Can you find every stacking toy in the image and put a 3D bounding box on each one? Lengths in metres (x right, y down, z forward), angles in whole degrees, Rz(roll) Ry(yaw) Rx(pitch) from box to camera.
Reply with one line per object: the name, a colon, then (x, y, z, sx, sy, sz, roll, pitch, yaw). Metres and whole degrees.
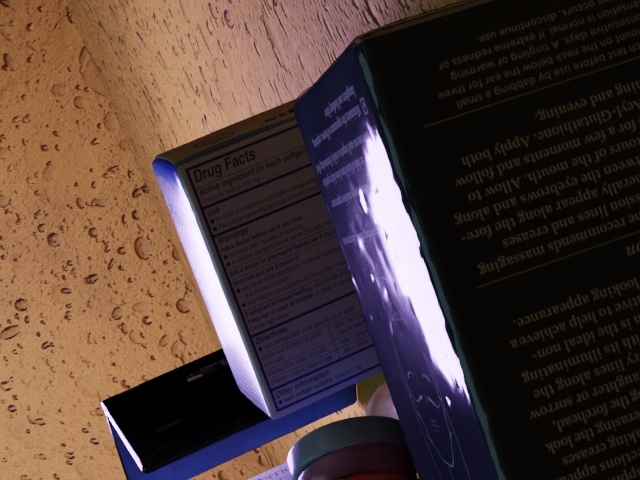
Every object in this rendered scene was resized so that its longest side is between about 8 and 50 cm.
stacking toy: (-0.017, 0.287, 1.536, 0.309, 0.279, 0.130, 77, 178, -56)

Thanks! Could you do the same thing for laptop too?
laptop: (-0.080, 0.263, 2.055, 0.408, 0.382, 0.236, 32, 143, 67)

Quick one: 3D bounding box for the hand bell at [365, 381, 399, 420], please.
hand bell: (0.143, 0.164, 1.691, 0.126, 0.126, 0.242, 62, 154, 21)

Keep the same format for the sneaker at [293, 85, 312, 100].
sneaker: (0.038, -0.040, 1.740, 0.118, 0.110, 0.292, 174, 82, -84)

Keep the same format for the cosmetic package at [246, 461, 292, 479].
cosmetic package: (0.068, 0.460, 2.138, 0.453, 0.230, 0.161, 34, 144, 65)

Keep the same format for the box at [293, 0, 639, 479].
box: (0.155, 0.034, 1.064, 0.293, 0.212, 0.395, 165, 87, -81)

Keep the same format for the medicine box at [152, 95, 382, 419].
medicine box: (0.000, 0.000, 1.577, 0.289, 0.263, 0.149, 70, 166, -11)
